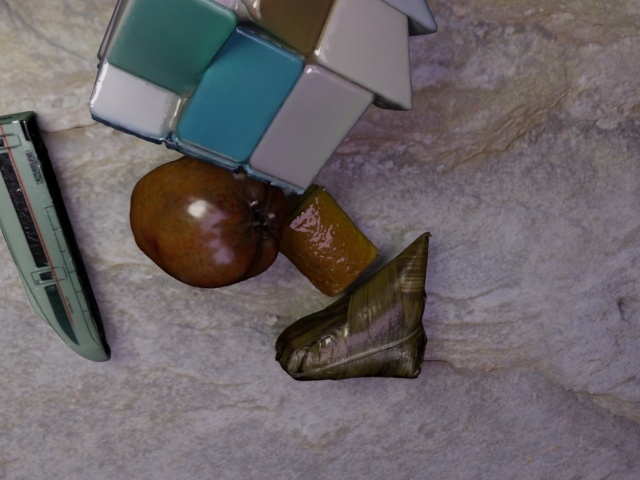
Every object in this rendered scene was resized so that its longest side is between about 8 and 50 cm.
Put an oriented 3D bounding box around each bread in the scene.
[{"bbox_3d":[0.000,0.000,0.948,0.132,0.103,0.172,-43,117,1],"label":"bread"}]

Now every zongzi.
[{"bbox_3d":[0.068,0.117,1.001,0.286,0.134,0.288,0,112,-22],"label":"zongzi"}]

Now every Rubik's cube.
[{"bbox_3d":[-0.074,-0.268,0.665,0.387,0.358,0.367,19,98,-29],"label":"Rubik's cube"}]

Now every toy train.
[{"bbox_3d":[-0.407,0.020,0.825,0.088,0.086,0.406,-14,115,-14],"label":"toy train"}]

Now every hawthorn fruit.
[{"bbox_3d":[-0.176,-0.029,0.811,0.208,0.248,0.207,3,86,-55],"label":"hawthorn fruit"}]
